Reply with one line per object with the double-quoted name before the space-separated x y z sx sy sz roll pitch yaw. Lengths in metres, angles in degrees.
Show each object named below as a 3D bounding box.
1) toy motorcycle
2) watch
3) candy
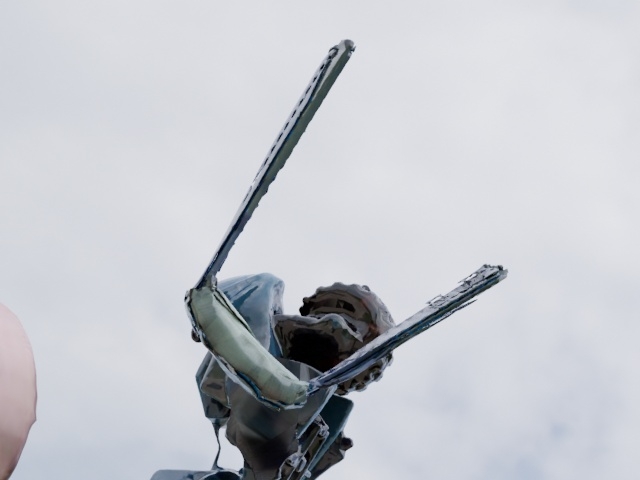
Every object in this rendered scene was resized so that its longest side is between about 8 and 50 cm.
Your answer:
"toy motorcycle" -0.095 0.204 1.667 0.232 0.416 0.172 29 -8 20
"watch" -0.012 -0.006 1.372 0.276 0.274 0.068 56 -9 4
"candy" -0.380 0.161 1.425 0.255 0.255 0.094 -5 -21 32
